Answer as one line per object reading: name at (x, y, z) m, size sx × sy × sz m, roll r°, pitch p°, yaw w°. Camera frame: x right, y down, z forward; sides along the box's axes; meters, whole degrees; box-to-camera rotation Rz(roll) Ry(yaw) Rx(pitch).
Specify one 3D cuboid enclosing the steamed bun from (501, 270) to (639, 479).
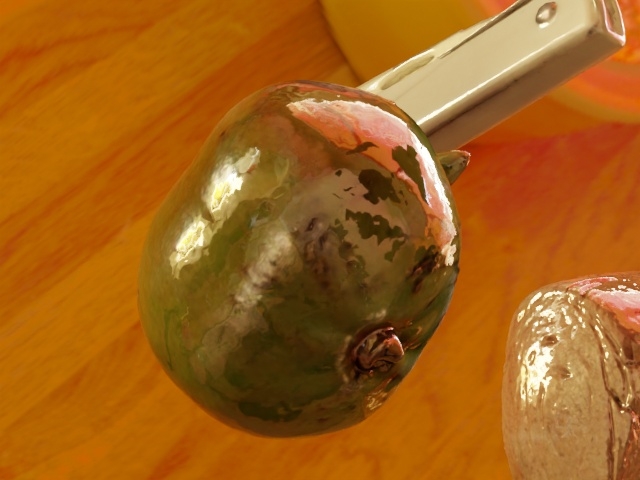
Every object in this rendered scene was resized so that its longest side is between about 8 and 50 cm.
steamed bun at (0.174, 0.104, 0.814) m, size 0.145 × 0.106 × 0.175 m, roll 0°, pitch 85°, yaw -51°

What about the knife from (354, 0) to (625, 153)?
knife at (0.060, -0.081, 0.847) m, size 0.040 × 0.265 × 0.073 m, roll 24°, pitch 51°, yaw -40°

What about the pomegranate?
pomegranate at (0.000, 0.000, 0.643) m, size 0.131 × 0.152 × 0.191 m, roll 35°, pitch 21°, yaw 1°
